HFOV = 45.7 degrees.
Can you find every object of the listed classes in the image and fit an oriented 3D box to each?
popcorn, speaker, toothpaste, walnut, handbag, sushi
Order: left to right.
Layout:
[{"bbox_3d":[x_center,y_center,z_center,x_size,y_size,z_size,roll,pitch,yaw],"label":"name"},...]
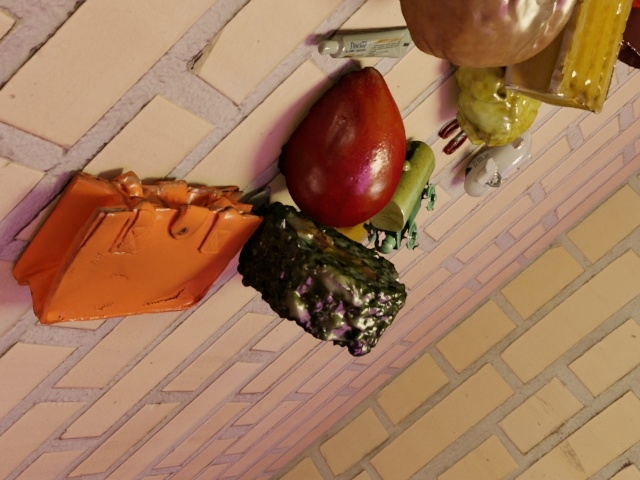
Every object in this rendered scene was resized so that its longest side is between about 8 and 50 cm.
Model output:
[{"bbox_3d":[-0.326,0.017,1.416,0.303,0.116,0.410,-49,155,25],"label":"handbag"},{"bbox_3d":[-0.139,-0.034,1.682,0.060,0.038,0.233,-31,153,-24],"label":"toothpaste"},{"bbox_3d":[0.005,0.083,1.585,0.178,0.352,0.294,-58,-172,14],"label":"sushi"},{"bbox_3d":[0.086,-0.359,1.400,0.255,0.037,0.067,-18,144,-44],"label":"toothpaste"},{"bbox_3d":[0.266,-0.431,1.201,0.306,0.306,0.344,-24,139,-27],"label":"walnut"},{"bbox_3d":[0.414,-0.349,1.727,0.225,0.174,0.286,-47,148,-15],"label":"popcorn"},{"bbox_3d":[0.830,-0.579,1.864,0.329,0.198,0.259,-48,137,5],"label":"speaker"}]

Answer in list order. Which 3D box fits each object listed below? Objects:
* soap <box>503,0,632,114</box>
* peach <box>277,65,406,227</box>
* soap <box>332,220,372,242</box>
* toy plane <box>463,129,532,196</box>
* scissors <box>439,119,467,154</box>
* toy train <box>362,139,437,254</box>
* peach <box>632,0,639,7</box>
[{"bbox_3d":[0.518,-0.442,1.540,0.293,0.156,0.335,-5,109,-56],"label":"soap"},{"bbox_3d":[0.076,-0.166,1.533,0.258,0.201,0.361,-18,150,-35],"label":"peach"},{"bbox_3d":[0.000,0.000,1.875,0.315,0.091,0.199,-41,158,9],"label":"soap"},{"bbox_3d":[0.495,-0.222,2.135,0.245,0.117,0.244,-42,175,-5],"label":"toy plane"},{"bbox_3d":[0.410,-0.322,1.947,0.248,0.017,0.144,-39,157,1],"label":"scissors"},{"bbox_3d":[0.182,-0.103,1.790,0.307,0.126,0.189,-57,139,-44],"label":"toy train"},{"bbox_3d":[0.733,-0.597,1.661,0.197,0.197,0.197,-30,156,-15],"label":"peach"}]
